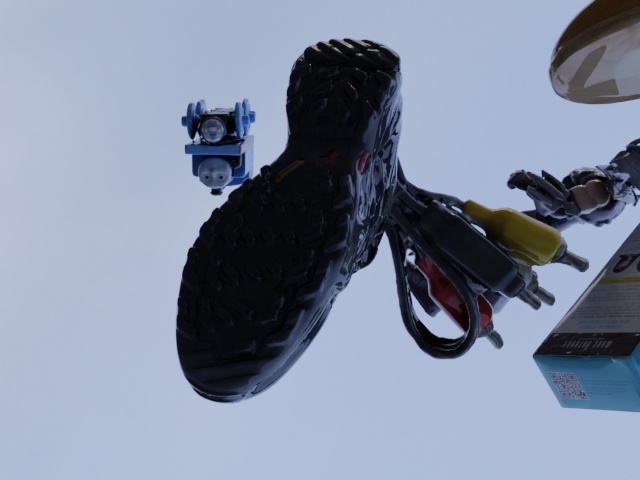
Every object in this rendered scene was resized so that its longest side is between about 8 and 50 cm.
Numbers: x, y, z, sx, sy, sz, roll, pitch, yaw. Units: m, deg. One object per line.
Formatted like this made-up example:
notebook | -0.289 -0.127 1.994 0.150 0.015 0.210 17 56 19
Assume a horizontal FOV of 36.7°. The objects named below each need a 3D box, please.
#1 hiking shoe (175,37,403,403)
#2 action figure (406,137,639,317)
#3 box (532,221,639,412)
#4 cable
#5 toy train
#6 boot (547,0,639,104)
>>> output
hiking shoe | 0.000 0.000 0.540 0.086 0.114 0.227 14 -118 25
action figure | 0.222 -0.018 0.990 0.285 0.185 0.099 -37 -116 20
box | 0.296 0.047 0.842 0.244 0.060 0.100 -42 -161 -31
cable | 0.068 -0.020 0.749 0.139 0.287 0.072 -47 -172 11
toy train | -0.115 -0.112 1.136 0.184 0.080 0.105 -89 178 -79
boot | 0.230 -0.220 0.579 0.295 0.104 0.211 -24 -113 -2
